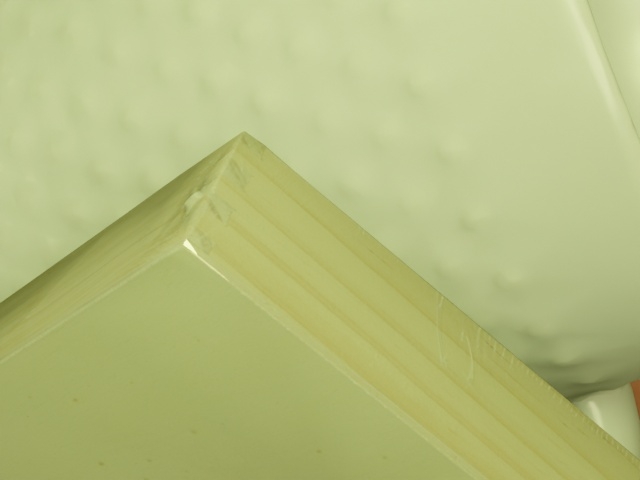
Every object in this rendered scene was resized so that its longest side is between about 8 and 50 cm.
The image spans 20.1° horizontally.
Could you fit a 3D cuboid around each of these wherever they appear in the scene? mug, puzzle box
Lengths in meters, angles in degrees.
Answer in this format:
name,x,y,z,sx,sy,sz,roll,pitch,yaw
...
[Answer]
name,x,y,z,sx,sy,sz,roll,pitch,yaw
mug,0.000,0.000,0.750,0.328,0.276,0.374,-18,96,21
puzzle box,-0.050,0.133,0.702,0.272,0.409,0.052,39,51,-18
